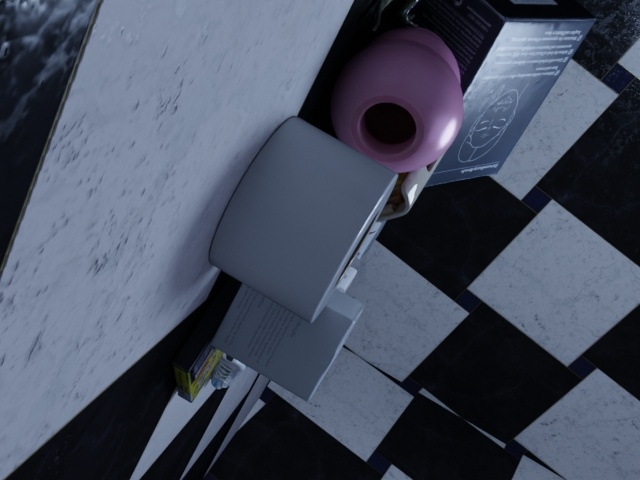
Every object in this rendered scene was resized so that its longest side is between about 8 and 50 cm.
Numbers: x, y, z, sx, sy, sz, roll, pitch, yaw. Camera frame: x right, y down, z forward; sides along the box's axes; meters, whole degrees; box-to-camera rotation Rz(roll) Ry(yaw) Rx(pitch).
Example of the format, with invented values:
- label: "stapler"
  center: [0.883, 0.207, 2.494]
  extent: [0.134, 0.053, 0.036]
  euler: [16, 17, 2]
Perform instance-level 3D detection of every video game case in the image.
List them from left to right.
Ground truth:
- label: "video game case"
  center: [-0.168, 0.138, 1.410]
  extent: [0.275, 0.035, 0.248]
  euler: [-58, 175, -23]

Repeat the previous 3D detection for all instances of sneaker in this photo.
- label: "sneaker"
  center: [-0.201, 0.283, 1.739]
  extent: [0.083, 0.071, 0.190]
  euler: [-52, 172, -19]

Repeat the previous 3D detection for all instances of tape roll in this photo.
- label: "tape roll"
  center: [-0.021, -0.028, 1.134]
  extent: [0.246, 0.169, 0.246]
  euler: [-59, 174, -10]

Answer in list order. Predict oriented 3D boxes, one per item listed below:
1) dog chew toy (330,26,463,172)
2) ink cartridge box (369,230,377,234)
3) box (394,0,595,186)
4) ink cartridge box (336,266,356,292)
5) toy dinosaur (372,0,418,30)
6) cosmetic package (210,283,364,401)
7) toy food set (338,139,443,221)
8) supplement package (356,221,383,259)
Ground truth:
- label: "dog chew toy"
  center: [0.137, -0.250, 1.310]
  extent: [0.332, 0.207, 0.206]
  euler: [-66, -178, -54]
- label: "ink cartridge box"
  center: [0.000, 0.000, 1.458]
  extent: [0.179, 0.045, 0.145]
  euler: [-22, -179, -11]
- label: "box"
  center: [0.288, -0.324, 1.583]
  extent: [0.293, 0.212, 0.395]
  euler: [-13, 142, -40]
- label: "ink cartridge box"
  center: [-0.023, 0.109, 1.952]
  extent: [0.092, 0.158, 0.218]
  euler: [-62, 174, 27]
- label: "toy dinosaur"
  center: [0.145, -0.404, 1.244]
  extent: [0.268, 0.064, 0.118]
  euler: [-56, 167, -12]
- label: "cosmetic package"
  center: [-0.049, 0.135, 1.304]
  extent: [0.151, 0.184, 0.151]
  euler: [-61, 175, 10]
- label: "toy food set"
  center: [0.090, -0.132, 1.444]
  extent: [0.306, 0.092, 0.219]
  euler: [-12, -144, 49]
- label: "supplement package"
  center: [0.113, -0.040, 2.541]
  extent: [0.134, 0.139, 0.244]
  euler: [-59, 176, 9]
